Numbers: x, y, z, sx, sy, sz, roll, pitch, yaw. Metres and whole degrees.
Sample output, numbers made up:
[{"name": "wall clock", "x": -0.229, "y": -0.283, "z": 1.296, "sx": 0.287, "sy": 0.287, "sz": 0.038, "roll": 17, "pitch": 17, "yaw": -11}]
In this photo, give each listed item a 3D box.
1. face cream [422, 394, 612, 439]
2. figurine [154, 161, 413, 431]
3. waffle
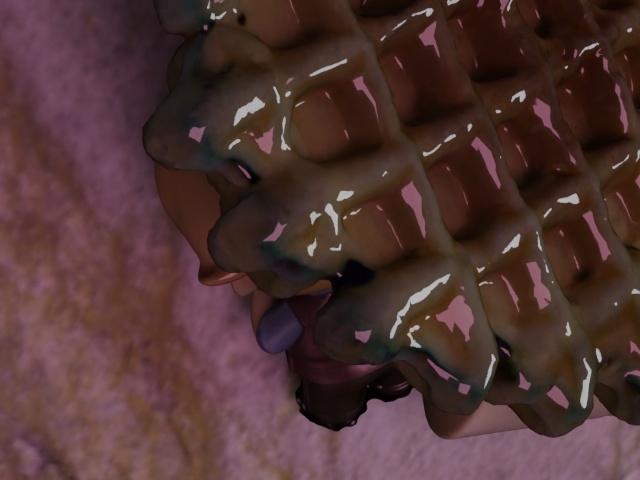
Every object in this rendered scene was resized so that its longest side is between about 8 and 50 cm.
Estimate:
[{"name": "face cream", "x": 0.213, "y": -0.003, "z": 0.944, "sx": 0.349, "sy": 0.081, "sz": 0.173, "roll": -5, "pitch": 108, "yaw": -25}, {"name": "figurine", "x": 0.000, "y": 0.000, "z": 0.842, "sx": 0.114, "sy": 0.108, "sz": 0.196, "roll": -24, "pitch": 139, "yaw": -4}, {"name": "waffle", "x": 0.055, "y": -0.081, "z": 0.765, "sx": 0.292, "sy": 0.056, "sz": 0.309, "roll": 24, "pitch": 64, "yaw": -33}]
